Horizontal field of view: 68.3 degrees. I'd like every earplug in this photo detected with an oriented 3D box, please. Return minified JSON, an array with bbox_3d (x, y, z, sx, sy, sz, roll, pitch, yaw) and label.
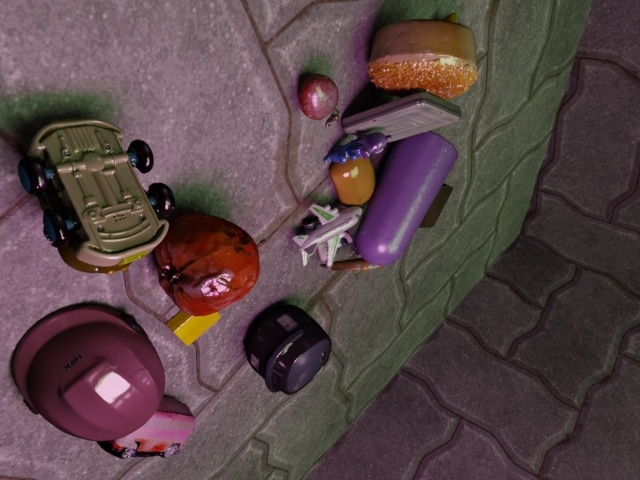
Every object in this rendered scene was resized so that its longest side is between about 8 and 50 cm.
[{"bbox_3d":[0.260,-0.130,1.552,0.456,0.215,0.215,-63,150,-6],"label":"earplug"}]

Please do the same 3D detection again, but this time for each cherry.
[{"bbox_3d":[0.004,-0.336,1.196,0.107,0.090,0.225,-63,160,-11],"label":"cherry"}]

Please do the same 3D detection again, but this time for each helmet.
[{"bbox_3d":[-0.480,0.313,1.037,0.271,0.197,0.338,-39,147,-21],"label":"helmet"}]

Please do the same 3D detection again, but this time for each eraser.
[{"bbox_3d":[-0.341,0.216,1.277,0.122,0.045,0.097,-43,148,-20],"label":"eraser"}]

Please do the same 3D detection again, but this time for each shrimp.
[{"bbox_3d":[0.152,0.069,1.672,0.287,0.185,0.068,-28,117,-49],"label":"shrimp"}]

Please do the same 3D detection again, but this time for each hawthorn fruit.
[{"bbox_3d":[-0.231,0.044,1.085,0.272,0.242,0.242,-18,133,-45],"label":"hawthorn fruit"}]

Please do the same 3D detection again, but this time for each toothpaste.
[{"bbox_3d":[0.000,0.000,1.561,0.048,0.031,0.190,-32,139,-20],"label":"toothpaste"}]

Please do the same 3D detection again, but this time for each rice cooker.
[{"bbox_3d":[-0.113,0.352,1.550,0.267,0.224,0.267,-37,146,-30],"label":"rice cooker"}]

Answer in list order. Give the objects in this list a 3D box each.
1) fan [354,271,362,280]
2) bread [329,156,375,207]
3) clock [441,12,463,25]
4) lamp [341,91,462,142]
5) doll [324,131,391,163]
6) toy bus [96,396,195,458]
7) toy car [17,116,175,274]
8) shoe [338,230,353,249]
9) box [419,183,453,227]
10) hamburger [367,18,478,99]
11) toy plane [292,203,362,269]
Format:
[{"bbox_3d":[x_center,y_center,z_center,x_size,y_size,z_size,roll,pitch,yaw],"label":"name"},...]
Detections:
[{"bbox_3d":[0.164,0.129,1.933,0.060,0.003,0.080,-45,147,-16],"label":"fan"},{"bbox_3d":[0.110,-0.189,1.470,0.147,0.098,0.217,-47,147,-8],"label":"bread"},{"bbox_3d":[0.383,-0.583,1.465,0.144,0.103,0.231,-33,145,-36],"label":"clock"},{"bbox_3d":[0.232,-0.347,1.353,0.266,0.269,0.047,-3,84,-51],"label":"lamp"},{"bbox_3d":[0.105,-0.262,1.345,0.067,0.206,0.110,59,27,-36],"label":"doll"},{"bbox_3d":[-0.471,0.506,1.294,0.147,0.127,0.302,-55,149,-7],"label":"toy bus"},{"bbox_3d":[-0.389,-0.058,0.804,0.204,0.248,0.198,-24,175,-44],"label":"toy car"},{"bbox_3d":[0.053,-0.021,1.590,0.071,0.064,0.143,-39,145,9],"label":"shoe"},{"bbox_3d":[0.368,-0.159,1.809,0.273,0.143,0.184,-4,122,-54],"label":"box"},{"bbox_3d":[0.268,-0.462,1.236,0.302,0.302,0.170,-11,107,-50],"label":"hamburger"},{"bbox_3d":[0.022,-0.038,1.463,0.255,0.101,0.251,-37,133,-21],"label":"toy plane"}]
